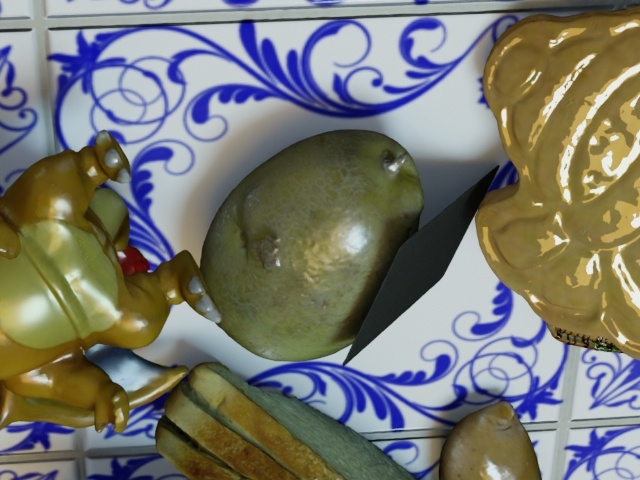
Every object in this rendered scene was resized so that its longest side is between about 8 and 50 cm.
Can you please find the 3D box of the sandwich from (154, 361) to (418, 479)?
[{"bbox_3d":[-0.019,0.222,1.681,0.254,0.288,0.099,34,95,17],"label":"sandwich"}]

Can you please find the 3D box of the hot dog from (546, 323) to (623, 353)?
[{"bbox_3d":[0.279,0.090,1.677,0.122,0.037,0.049,11,128,-13],"label":"hot dog"}]

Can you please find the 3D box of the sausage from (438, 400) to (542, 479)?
[{"bbox_3d":[0.214,0.375,1.824,0.136,0.123,0.500,-33,127,-15],"label":"sausage"}]

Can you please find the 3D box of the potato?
[{"bbox_3d":[0.000,0.000,1.504,0.174,0.159,0.251,1,141,-41],"label":"potato"}]

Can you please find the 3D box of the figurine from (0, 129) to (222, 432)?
[{"bbox_3d":[-0.291,0.086,1.430,0.387,0.268,0.401,-32,129,-5],"label":"figurine"}]

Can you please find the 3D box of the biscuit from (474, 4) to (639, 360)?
[{"bbox_3d":[0.292,-0.050,1.472,0.351,0.057,0.312,21,109,3],"label":"biscuit"}]

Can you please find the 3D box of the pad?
[{"bbox_3d":[0.092,0.020,1.515,0.003,0.211,0.143,34,123,14],"label":"pad"}]
